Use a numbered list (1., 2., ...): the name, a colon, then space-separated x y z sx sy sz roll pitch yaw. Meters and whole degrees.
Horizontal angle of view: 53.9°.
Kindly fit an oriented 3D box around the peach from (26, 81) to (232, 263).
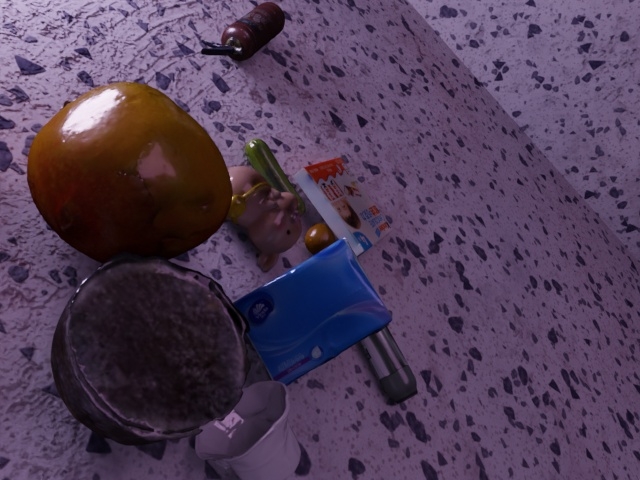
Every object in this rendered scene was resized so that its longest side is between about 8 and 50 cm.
1. peach: -0.331 -0.112 1.113 0.372 0.290 0.373 40 17 -15

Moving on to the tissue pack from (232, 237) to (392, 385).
1. tissue pack: -0.018 0.149 1.262 0.263 0.146 0.198 -30 82 -7

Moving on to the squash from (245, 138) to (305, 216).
1. squash: -0.115 -0.155 1.568 0.229 0.066 0.066 56 38 6

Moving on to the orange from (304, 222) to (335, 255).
1. orange: 0.000 0.000 1.553 0.085 0.085 0.085 26 45 -29

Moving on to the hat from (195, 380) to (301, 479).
1. hat: -0.110 0.354 1.109 0.126 0.203 0.203 61 35 -20

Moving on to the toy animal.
1. toy animal: -0.148 -0.072 1.412 0.248 0.149 0.165 47 54 -18

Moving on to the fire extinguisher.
1. fire extinguisher: -0.223 -0.583 1.782 0.138 0.102 0.344 19 40 10

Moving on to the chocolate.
1. chocolate: -0.287 0.196 0.997 0.303 0.213 0.303 25 46 -28

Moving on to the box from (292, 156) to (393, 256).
1. box: 0.069 -0.095 1.679 0.265 0.048 0.273 54 24 2

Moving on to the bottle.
1. bottle: 0.146 0.262 1.500 0.254 0.079 0.096 61 1 13
